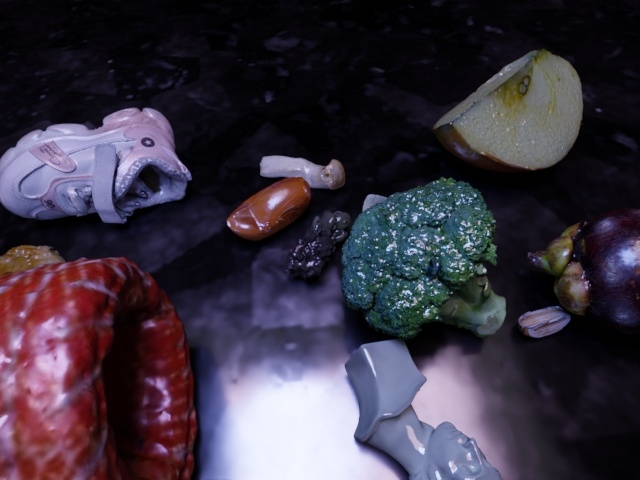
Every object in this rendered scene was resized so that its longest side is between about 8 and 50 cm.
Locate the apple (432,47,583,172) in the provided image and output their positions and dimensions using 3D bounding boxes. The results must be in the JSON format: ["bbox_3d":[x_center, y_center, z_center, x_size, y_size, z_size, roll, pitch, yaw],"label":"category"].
[{"bbox_3d":[0.380,-0.255,0.832,0.346,0.179,0.254,-40,49,-20],"label":"apple"}]

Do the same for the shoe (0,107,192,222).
[{"bbox_3d":[-0.438,-0.127,0.800,0.351,0.171,0.198,-31,61,-15],"label":"shoe"}]

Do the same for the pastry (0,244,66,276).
[{"bbox_3d":[-0.523,0.078,0.714,0.154,0.081,0.153,3,47,-3],"label":"pastry"}]

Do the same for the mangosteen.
[{"bbox_3d":[0.439,0.047,0.624,0.217,0.192,0.192,-6,46,41],"label":"mangosteen"}]

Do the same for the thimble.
[{"bbox_3d":[-0.300,0.192,0.464,0.231,0.350,0.350,-13,55,-4],"label":"thimble"}]

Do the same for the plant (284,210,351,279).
[{"bbox_3d":[0.000,0.000,0.740,0.085,0.087,0.174,9,47,41],"label":"plant"}]

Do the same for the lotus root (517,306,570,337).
[{"bbox_3d":[0.352,0.132,0.645,0.083,0.030,0.037,-13,23,-9],"label":"lotus root"}]

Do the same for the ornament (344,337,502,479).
[{"bbox_3d":[0.122,0.261,0.521,0.121,0.130,0.285,-17,45,-29],"label":"ornament"}]

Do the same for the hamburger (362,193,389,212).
[{"bbox_3d":[0.132,-0.030,0.765,0.121,0.054,0.084,18,56,8],"label":"hamburger"}]

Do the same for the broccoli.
[{"bbox_3d":[0.163,0.045,0.610,0.270,0.270,0.269,37,60,-8],"label":"broccoli"}]

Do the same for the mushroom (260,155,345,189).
[{"bbox_3d":[-0.046,-0.151,0.865,0.202,0.054,0.059,14,58,19],"label":"mushroom"}]

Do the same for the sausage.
[{"bbox_3d":[-0.094,-0.060,0.787,0.179,0.089,0.089,-32,58,-14],"label":"sausage"}]
